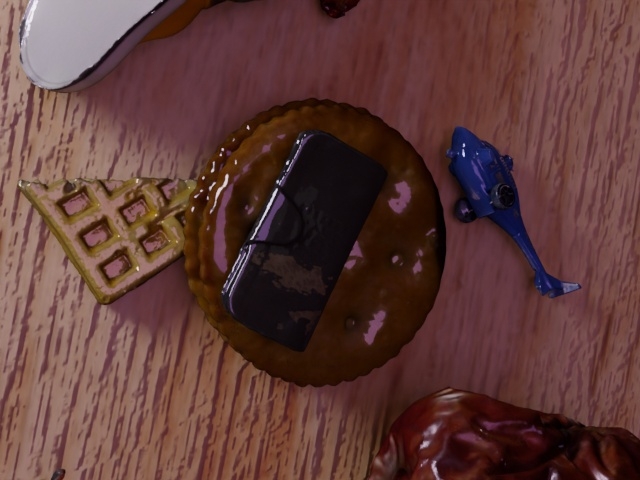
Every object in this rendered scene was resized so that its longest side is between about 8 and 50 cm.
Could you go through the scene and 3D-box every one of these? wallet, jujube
[{"bbox_3d":[-0.012,-0.001,1.122,0.082,0.018,0.156,31,81,-27],"label":"wallet"},{"bbox_3d":[0.152,0.219,1.156,0.232,0.213,0.212,13,86,-16],"label":"jujube"}]

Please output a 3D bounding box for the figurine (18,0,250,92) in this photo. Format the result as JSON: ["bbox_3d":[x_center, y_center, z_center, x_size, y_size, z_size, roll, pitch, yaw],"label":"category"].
[{"bbox_3d":[-0.105,-0.202,1.160,0.250,0.166,0.141,-49,141,13],"label":"figurine"}]

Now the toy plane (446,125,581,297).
[{"bbox_3d":[0.155,-0.022,1.248,0.062,0.054,0.167,-36,99,-39],"label":"toy plane"}]

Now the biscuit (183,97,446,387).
[{"bbox_3d":[0.000,0.000,1.174,0.221,0.066,0.220,-4,99,-25],"label":"biscuit"}]

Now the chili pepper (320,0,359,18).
[{"bbox_3d":[0.073,-0.359,1.202,0.110,0.110,0.387,22,89,-15],"label":"chili pepper"}]

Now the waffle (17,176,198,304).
[{"bbox_3d":[-0.119,-0.046,1.180,0.191,0.032,0.125,-36,95,-16],"label":"waffle"}]

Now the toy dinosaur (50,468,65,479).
[{"bbox_3d":[-0.177,0.304,1.145,0.101,0.055,0.279,-11,94,-7],"label":"toy dinosaur"}]
